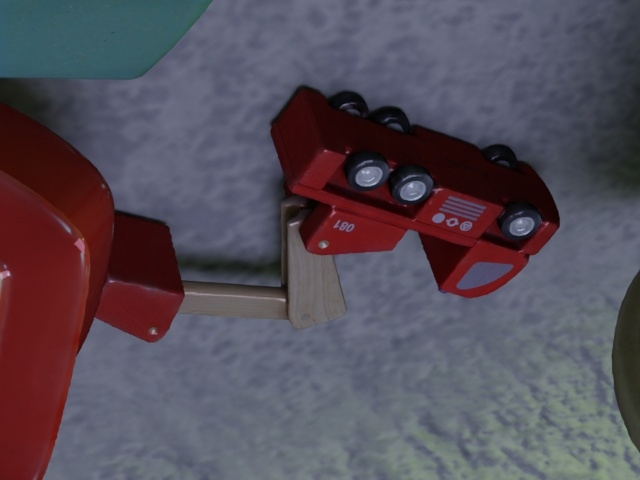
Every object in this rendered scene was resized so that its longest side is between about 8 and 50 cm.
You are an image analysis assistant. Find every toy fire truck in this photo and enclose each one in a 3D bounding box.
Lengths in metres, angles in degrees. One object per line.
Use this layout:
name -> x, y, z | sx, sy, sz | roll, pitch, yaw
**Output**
toy fire truck -> 0.000, 0.000, 0.916 | 0.192, 0.047, 0.135 | 17, 127, -31

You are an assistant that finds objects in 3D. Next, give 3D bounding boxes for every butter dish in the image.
butter dish -> -0.144, -0.003, 0.829 | 0.160, 0.118, 0.160 | 31, 131, 15

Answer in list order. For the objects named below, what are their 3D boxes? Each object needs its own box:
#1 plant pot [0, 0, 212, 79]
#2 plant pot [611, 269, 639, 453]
plant pot -> -0.096, -0.167, 0.644 | 0.165, 0.165, 0.234 | 0, 142, -17
plant pot -> 0.286, -0.063, 0.779 | 0.333, 0.334, 0.306 | -9, 125, -8
